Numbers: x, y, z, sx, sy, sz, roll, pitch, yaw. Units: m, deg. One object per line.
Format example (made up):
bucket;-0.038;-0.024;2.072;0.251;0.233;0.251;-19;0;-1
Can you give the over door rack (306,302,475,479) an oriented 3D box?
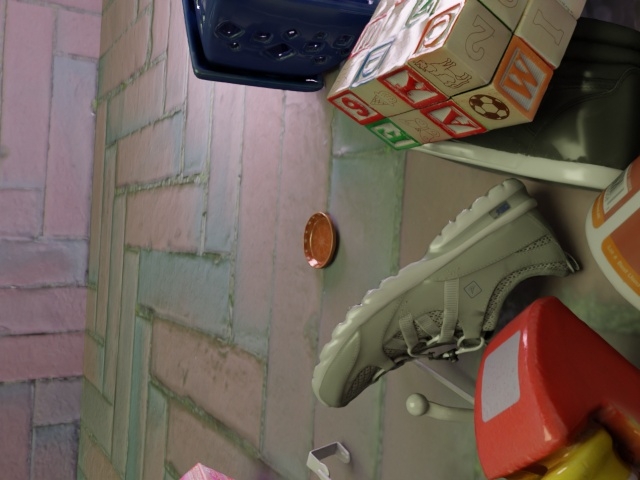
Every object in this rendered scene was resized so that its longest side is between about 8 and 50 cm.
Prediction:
over door rack;0.081;0.244;0.677;0.324;0.108;0.240;37;118;53

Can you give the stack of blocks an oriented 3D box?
stack of blocks;0.139;-0.230;0.512;0.171;0.087;0.297;0;60;64

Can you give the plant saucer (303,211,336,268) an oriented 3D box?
plant saucer;0.000;0.000;0.916;0.083;0.013;0.084;-7;81;59

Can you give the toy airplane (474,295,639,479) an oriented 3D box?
toy airplane;0.199;0.255;0.326;0.384;0.272;0.386;20;108;59

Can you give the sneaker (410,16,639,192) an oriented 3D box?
sneaker;0.170;-0.138;0.580;0.295;0.104;0.147;23;103;53

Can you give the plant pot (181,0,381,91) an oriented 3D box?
plant pot;-0.076;-0.346;0.871;0.212;0.235;0.236;-46;50;54

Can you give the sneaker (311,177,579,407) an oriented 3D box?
sneaker;0.107;0.074;0.571;0.281;0.105;0.115;-44;76;15

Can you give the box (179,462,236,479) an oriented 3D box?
box;-0.143;0.509;0.926;0.142;0.154;0.300;-44;40;1

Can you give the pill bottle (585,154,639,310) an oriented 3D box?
pill bottle;0.268;-0.045;0.356;0.216;0.121;0.121;118;142;-50
